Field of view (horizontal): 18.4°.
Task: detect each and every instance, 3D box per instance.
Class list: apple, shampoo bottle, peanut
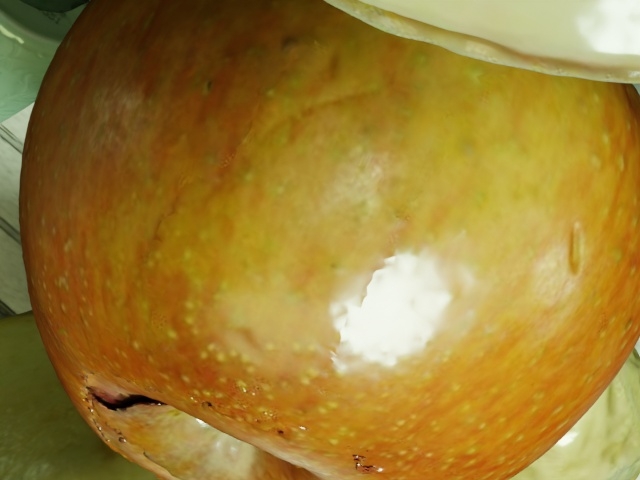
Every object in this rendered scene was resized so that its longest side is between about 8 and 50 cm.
[{"bbox_3d":[0.000,0.000,0.630,0.210,0.173,0.235,23,167,11],"label":"apple"},{"bbox_3d":[-0.156,-0.066,0.819,0.069,0.041,0.190,34,149,-16],"label":"shampoo bottle"},{"bbox_3d":[0.094,0.081,0.793,0.080,0.080,0.174,19,150,18],"label":"peanut"}]

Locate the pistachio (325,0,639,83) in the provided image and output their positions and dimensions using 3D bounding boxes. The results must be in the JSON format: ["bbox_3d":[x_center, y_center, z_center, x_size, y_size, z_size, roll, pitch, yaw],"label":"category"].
[{"bbox_3d":[0.073,-0.098,0.502,0.185,0.126,0.108,1,165,4],"label":"pistachio"}]

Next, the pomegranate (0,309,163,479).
[{"bbox_3d":[-0.084,0.193,0.854,0.332,0.332,0.332,21,147,14],"label":"pomegranate"}]

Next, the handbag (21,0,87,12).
[{"bbox_3d":[-0.111,-0.207,0.555,0.247,0.079,0.260,38,147,-13],"label":"handbag"}]
